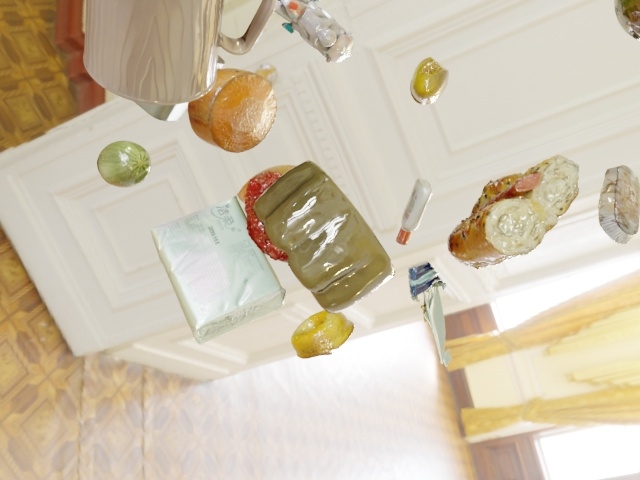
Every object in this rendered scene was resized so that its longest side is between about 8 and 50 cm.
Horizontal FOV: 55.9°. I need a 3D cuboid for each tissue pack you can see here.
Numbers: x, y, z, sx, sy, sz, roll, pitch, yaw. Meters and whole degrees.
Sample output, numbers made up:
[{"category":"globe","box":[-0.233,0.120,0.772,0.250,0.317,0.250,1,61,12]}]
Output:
[{"category":"tissue pack","box":[-0.350,0.099,2.068,0.404,0.332,0.205,60,-15,24]}]

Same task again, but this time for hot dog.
[{"category":"hot dog","box":[0.552,-0.072,1.837,0.196,0.367,0.365,45,-18,2]},{"category":"hot dog","box":[0.878,-0.104,1.765,0.144,0.075,0.267,35,54,-13]}]

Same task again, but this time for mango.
[{"category":"mango","box":[0.385,-0.561,2.142,0.262,0.130,0.167,-56,170,-73]}]

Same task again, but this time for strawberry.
[{"category":"strawberry","box":[-0.096,-0.074,1.823,0.258,0.261,0.261,39,-15,54]}]

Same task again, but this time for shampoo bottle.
[{"category":"shampoo bottle","box":[0.297,-0.087,1.941,0.108,0.052,0.220,-99,-156,-61]}]

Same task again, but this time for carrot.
[{"category":"carrot","box":[-0.251,-0.386,1.802,0.100,0.258,0.307,39,13,28]}]

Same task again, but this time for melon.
[{"category":"melon","box":[-0.575,-0.223,1.764,0.139,0.192,0.139,-6,98,-47]}]

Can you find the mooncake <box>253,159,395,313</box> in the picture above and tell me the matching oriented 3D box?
[{"category":"mooncake","box":[0.000,0.000,1.475,0.378,0.201,0.378,54,-4,5]}]

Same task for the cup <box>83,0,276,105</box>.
[{"category":"cup","box":[-0.235,-0.371,0.977,0.273,0.289,0.208,114,-4,-49]}]

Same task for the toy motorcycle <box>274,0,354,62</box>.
[{"category":"toy motorcycle","box":[-0.004,-0.521,1.481,0.260,0.110,0.171,29,19,-40]}]

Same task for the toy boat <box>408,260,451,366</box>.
[{"category":"toy boat","box":[0.317,0.201,1.650,0.220,0.067,0.290,-16,87,-62]}]

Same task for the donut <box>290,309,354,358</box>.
[{"category":"donut","box":[-0.002,0.261,1.729,0.074,0.190,0.174,58,45,-17]}]

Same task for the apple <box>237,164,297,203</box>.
[{"category":"apple","box":[-0.126,-0.144,2.123,0.309,0.314,0.252,-104,-176,-77]}]

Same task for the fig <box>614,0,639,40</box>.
[{"category":"fig","box":[0.476,-0.349,0.780,0.181,0.181,0.190,-69,154,-62]}]

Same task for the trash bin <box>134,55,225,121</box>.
[{"category":"trash bin","box":[-0.477,-0.531,1.938,0.219,0.250,0.220,40,20,7]}]
